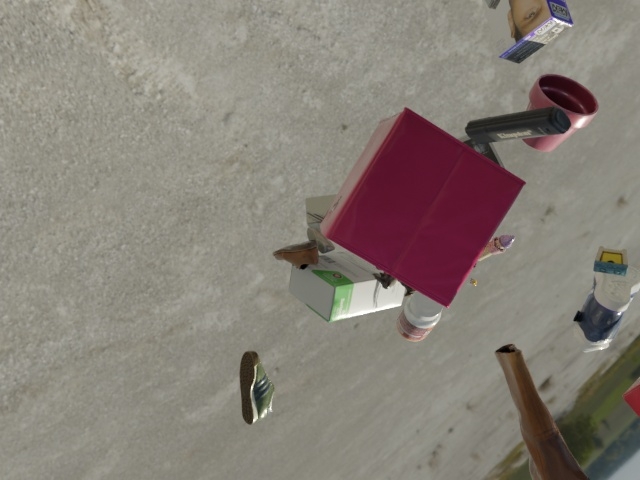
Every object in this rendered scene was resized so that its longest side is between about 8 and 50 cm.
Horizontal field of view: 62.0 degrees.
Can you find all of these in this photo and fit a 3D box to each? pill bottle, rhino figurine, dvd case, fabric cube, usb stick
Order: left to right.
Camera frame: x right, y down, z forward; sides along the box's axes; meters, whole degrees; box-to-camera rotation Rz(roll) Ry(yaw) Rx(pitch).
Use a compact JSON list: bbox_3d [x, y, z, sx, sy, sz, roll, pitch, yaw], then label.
[{"bbox_3d":[0.234,0.092,1.414,0.243,0.106,0.073,3,156,-32],"label":"rhino figurine"},{"bbox_3d":[0.173,-0.067,1.019,0.258,0.259,0.254,-60,-174,6],"label":"fabric cube"},{"bbox_3d":[0.327,0.244,1.756,0.121,0.121,0.221,-30,159,-19],"label":"pill bottle"},{"bbox_3d":[0.456,-0.240,1.646,0.179,0.239,0.030,-20,132,14],"label":"dvd case"},{"bbox_3d":[0.457,-0.269,1.261,0.077,0.278,0.045,37,77,-25],"label":"usb stick"}]

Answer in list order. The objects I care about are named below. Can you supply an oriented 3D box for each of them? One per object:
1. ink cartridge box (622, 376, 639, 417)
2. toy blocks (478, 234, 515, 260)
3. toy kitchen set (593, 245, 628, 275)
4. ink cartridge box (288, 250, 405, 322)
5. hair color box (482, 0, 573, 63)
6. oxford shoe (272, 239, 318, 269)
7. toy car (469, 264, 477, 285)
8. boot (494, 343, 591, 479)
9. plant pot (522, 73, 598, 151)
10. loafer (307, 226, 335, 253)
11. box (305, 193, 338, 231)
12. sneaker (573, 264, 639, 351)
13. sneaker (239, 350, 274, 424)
[{"bbox_3d":[0.947,0.332,1.321,0.226,0.131,0.306,-13,150,-40],"label":"ink cartridge box"},{"bbox_3d":[0.572,-0.110,1.984,0.308,0.289,0.260,14,150,-24],"label":"toy blocks"},{"bbox_3d":[0.810,0.024,1.383,0.122,0.166,0.207,-58,145,-36],"label":"toy kitchen set"},{"bbox_3d":[0.085,0.125,1.587,0.289,0.211,0.122,-6,113,-36],"label":"ink cartridge box"},{"bbox_3d":[0.568,-0.709,1.523,0.110,0.339,0.185,0,161,-33],"label":"hair color box"},{"bbox_3d":[-0.073,0.048,1.499,0.076,0.212,0.076,-21,97,-29],"label":"oxford shoe"},{"bbox_3d":[0.595,0.124,2.134,0.060,0.040,0.122,-13,109,-36],"label":"toy car"},{"bbox_3d":[0.357,0.301,0.817,0.096,0.281,0.264,-17,175,13],"label":"boot"},{"bbox_3d":[0.721,-0.386,1.660,0.201,0.201,0.180,-21,151,-30],"label":"plant pot"},{"bbox_3d":[0.000,0.000,1.529,0.039,0.125,0.045,-5,120,-25],"label":"loafer"},{"bbox_3d":[0.097,-0.091,1.672,0.274,0.094,0.113,-7,160,11],"label":"box"},{"bbox_3d":[0.868,0.212,1.643,0.322,0.130,0.236,-31,141,-50],"label":"sneaker"},{"bbox_3d":[-0.163,0.383,1.416,0.086,0.064,0.192,-2,92,-46],"label":"sneaker"}]
